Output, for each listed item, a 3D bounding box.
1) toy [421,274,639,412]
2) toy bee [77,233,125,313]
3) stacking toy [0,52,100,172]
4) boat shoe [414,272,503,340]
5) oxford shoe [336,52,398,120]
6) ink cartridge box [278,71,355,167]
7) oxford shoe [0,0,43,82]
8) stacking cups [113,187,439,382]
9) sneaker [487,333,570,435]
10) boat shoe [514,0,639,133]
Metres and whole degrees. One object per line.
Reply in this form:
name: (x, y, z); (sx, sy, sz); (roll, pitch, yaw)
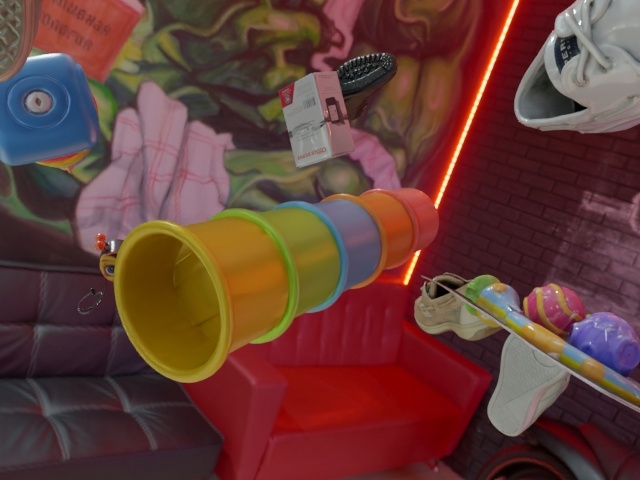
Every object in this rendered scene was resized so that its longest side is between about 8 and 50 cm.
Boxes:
toy: (0.188, 0.068, 0.444); (0.137, 0.056, 0.237); (27, 2, -19)
toy bee: (-0.407, 0.048, 1.246); (0.195, 0.298, 0.162); (36, -27, 43)
stacking toy: (-0.480, -0.189, 1.048); (0.166, 0.175, 0.302); (-18, -7, -17)
boat shoe: (0.262, 0.115, 1.147); (0.110, 0.122, 0.341); (62, -12, -2)
oxford shoe: (0.065, -0.293, 1.144); (0.227, 0.082, 0.096); (-24, -29, 33)
ink cartridge box: (-0.008, -0.219, 1.060); (0.063, 0.150, 0.109); (-17, 5, -39)
oxford shoe: (-0.380, -0.405, 0.644); (0.169, 0.449, 0.130); (4, 17, -20)
stacking cups: (0.000, 0.000, 0.446); (0.096, 0.096, 0.316); (25, 26, 27)
sneaker: (0.354, 0.180, 0.904); (0.151, 0.255, 0.094); (-25, 50, -38)
boat shoe: (0.183, -0.113, 0.353); (0.084, 0.095, 0.258); (-7, -9, 4)
